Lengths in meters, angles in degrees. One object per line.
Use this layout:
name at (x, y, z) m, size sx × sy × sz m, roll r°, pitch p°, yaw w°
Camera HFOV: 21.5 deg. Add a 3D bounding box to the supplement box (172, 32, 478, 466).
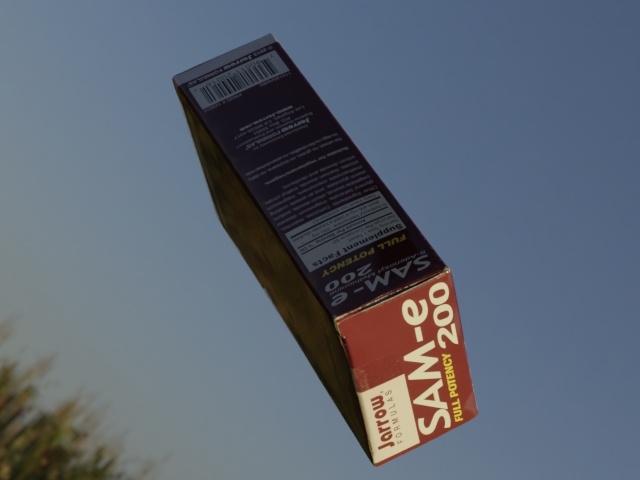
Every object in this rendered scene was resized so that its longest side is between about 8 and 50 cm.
supplement box at (0.000, 0.000, 0.981) m, size 0.239 × 0.073 × 0.130 m, roll 56°, pitch -13°, yaw 43°
